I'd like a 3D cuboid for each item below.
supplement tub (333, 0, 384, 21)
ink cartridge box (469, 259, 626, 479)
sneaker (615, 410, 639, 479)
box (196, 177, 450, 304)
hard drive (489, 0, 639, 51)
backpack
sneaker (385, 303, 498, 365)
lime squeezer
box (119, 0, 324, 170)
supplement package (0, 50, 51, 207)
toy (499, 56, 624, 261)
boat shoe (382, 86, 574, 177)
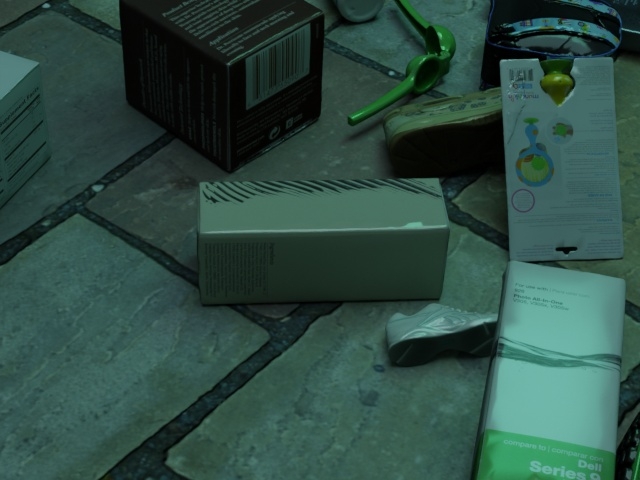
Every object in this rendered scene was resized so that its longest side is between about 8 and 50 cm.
[{"bbox_3d":[0.042,-0.363,2.026,0.071,0.071,0.107,-13,45,-16],"label":"supplement tub"},{"bbox_3d":[0.204,0.192,1.329,0.121,0.211,0.289,9,43,8],"label":"ink cartridge box"},{"bbox_3d":[0.327,0.288,1.312,0.146,0.134,0.343,12,52,1],"label":"sneaker"},{"bbox_3d":[0.000,0.000,1.604,0.275,0.113,0.094,-1,42,-5],"label":"box"},{"bbox_3d":[0.376,-0.349,2.028,0.254,0.054,0.172,19,50,15],"label":"hard drive"},{"bbox_3d":[0.303,-0.258,1.890,0.173,0.117,0.158,7,43,6],"label":"backpack"},{"bbox_3d":[0.143,0.092,1.552,0.152,0.054,0.061,-5,41,-8],"label":"sneaker"},{"bbox_3d":[0.121,-0.245,1.903,0.110,0.059,0.310,22,45,-3],"label":"lime squeezer"},{"bbox_3d":[-0.122,-0.228,1.802,0.203,0.167,0.168,35,52,30],"label":"box"},{"bbox_3d":[-0.488,-0.137,1.704,0.262,0.145,0.204,19,45,16],"label":"supplement package"},{"bbox_3d":[0.280,-0.095,1.696,0.137,0.237,0.056,-2,-1,-6],"label":"toy"},{"bbox_3d":[0.220,-0.150,1.780,0.285,0.104,0.089,-6,40,-5],"label":"boat shoe"}]
